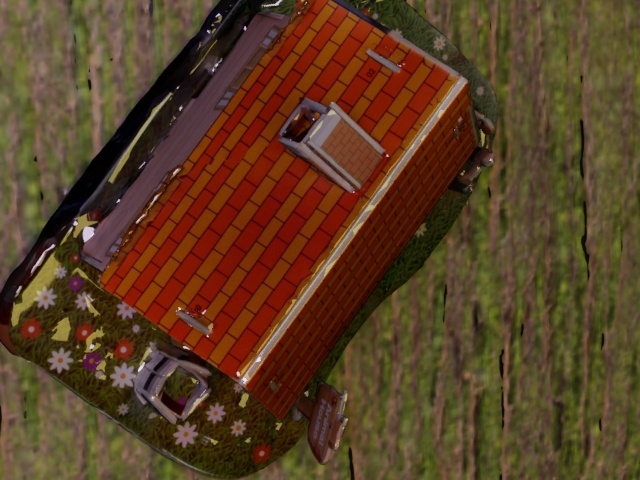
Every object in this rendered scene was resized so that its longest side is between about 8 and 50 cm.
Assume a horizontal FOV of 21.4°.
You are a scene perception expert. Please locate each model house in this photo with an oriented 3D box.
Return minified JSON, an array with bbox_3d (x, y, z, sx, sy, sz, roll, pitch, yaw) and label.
[{"bbox_3d":[0.000,-0.001,0.904,0.207,0.154,0.294,40,82,-29],"label":"model house"}]
